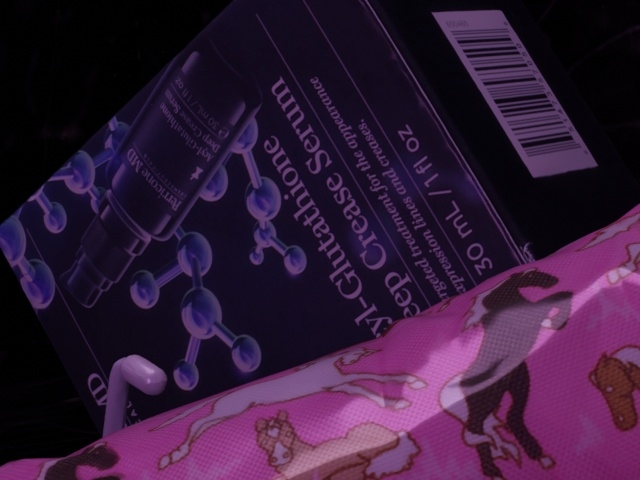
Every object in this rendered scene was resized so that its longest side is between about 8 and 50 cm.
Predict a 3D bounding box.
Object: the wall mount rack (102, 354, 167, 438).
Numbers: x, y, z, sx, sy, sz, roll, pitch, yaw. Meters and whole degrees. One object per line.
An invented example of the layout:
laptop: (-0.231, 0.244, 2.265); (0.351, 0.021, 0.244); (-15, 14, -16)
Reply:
wall mount rack: (-0.106, 0.185, 0.834); (0.350, 0.130, 0.304); (-12, 35, -40)

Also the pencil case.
pencil case: (-0.004, 0.114, 0.592); (0.386, 0.160, 0.167); (-22, 27, 0)

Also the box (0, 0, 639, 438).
box: (0.000, 0.000, 1.215); (0.395, 0.293, 0.212); (-39, -15, 33)
